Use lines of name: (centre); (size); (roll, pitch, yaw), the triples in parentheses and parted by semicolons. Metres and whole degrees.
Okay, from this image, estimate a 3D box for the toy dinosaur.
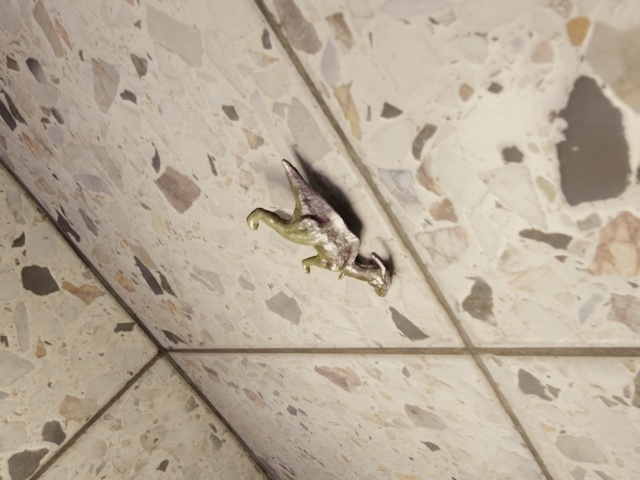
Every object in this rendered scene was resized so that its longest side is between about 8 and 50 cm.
toy dinosaur: (0.004, -0.004, 0.876); (0.294, 0.077, 0.162); (40, 142, -20)
